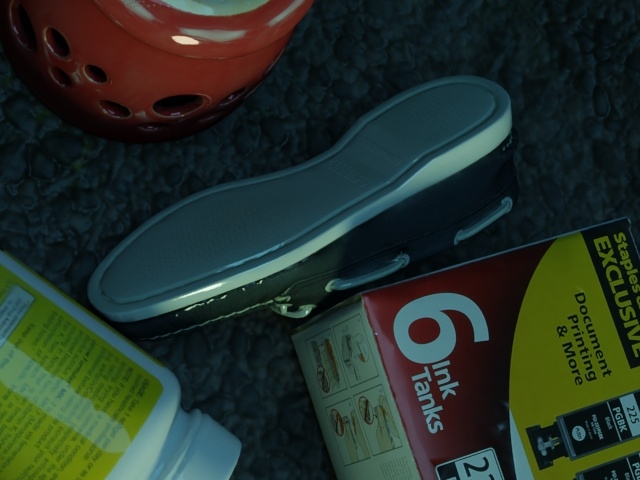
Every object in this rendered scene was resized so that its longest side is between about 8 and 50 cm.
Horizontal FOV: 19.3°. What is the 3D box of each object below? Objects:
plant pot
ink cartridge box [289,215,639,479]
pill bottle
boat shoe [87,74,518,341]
[{"bbox_3d":[-0.093,-0.170,1.170,0.191,0.174,0.191,5,77,-22],"label":"plant pot"},{"bbox_3d":[0.165,0.156,1.211,0.272,0.130,0.309,-16,83,-25],"label":"ink cartridge box"},{"bbox_3d":[-0.157,0.098,1.105,0.208,0.119,0.119,37,67,-9],"label":"pill bottle"},{"bbox_3d":[0.000,0.000,1.201,0.302,0.114,0.091,-24,126,-12],"label":"boat shoe"}]
